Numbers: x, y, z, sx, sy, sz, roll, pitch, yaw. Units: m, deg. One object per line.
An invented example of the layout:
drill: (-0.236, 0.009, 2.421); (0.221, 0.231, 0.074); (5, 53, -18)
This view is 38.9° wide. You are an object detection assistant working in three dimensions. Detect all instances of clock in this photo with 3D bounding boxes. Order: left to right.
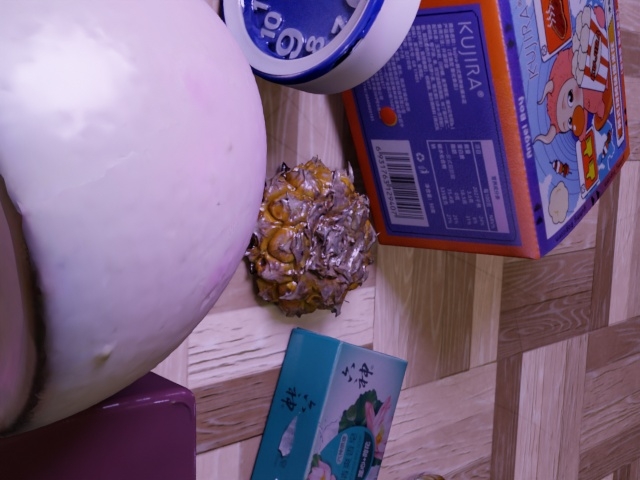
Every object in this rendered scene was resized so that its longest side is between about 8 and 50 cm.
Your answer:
clock: (0.000, -0.273, 0.960); (0.083, 0.230, 0.231); (7, 92, -48)

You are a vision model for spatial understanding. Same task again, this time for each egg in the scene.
egg: (-0.190, -0.071, 0.709); (0.339, 0.354, 0.355); (-31, 118, -45)

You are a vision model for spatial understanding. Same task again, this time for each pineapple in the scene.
pineapple: (0.000, 0.000, 1.126); (0.224, 0.076, 0.225); (-13, 108, -46)

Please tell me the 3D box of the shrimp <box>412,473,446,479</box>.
shrimp: (0.132, 0.436, 1.366); (0.217, 0.051, 0.150); (-7, 109, -50)

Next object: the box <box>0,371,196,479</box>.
box: (-0.255, 0.210, 0.820); (0.294, 0.167, 0.193); (-7, 100, -47)

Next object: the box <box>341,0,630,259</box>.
box: (0.220, -0.204, 1.176); (0.318, 0.256, 0.349); (-38, 123, -41)

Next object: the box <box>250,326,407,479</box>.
box: (0.009, 0.249, 1.165); (0.153, 0.092, 0.245); (22, 81, -47)
